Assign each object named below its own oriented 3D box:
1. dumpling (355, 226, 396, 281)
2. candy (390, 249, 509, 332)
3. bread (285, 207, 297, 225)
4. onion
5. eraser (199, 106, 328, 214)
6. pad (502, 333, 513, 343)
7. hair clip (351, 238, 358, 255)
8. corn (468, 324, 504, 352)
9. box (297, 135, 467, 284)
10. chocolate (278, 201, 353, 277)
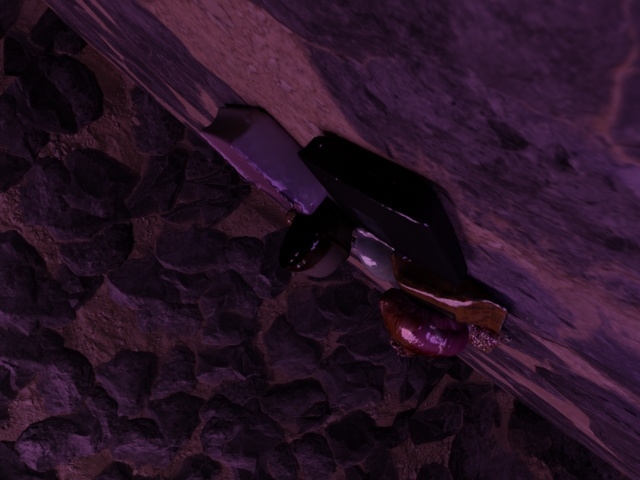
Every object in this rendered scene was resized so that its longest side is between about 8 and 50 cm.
[{"bbox_3d":[0.183,0.035,1.060,0.216,0.149,0.104,48,-148,-26],"label":"dumpling"},{"bbox_3d":[0.282,0.112,0.892,0.271,0.101,0.143,29,163,36],"label":"candy"},{"bbox_3d":[-0.058,-0.074,1.887,0.230,0.123,0.230,39,171,7],"label":"bread"},{"bbox_3d":[0.243,0.216,0.991,0.230,0.163,0.230,20,-175,-2],"label":"onion"},{"bbox_3d":[-0.154,-0.220,1.063,0.272,0.122,0.359,44,174,-30],"label":"eraser"},{"bbox_3d":[0.451,0.224,1.222,0.265,0.009,0.159,38,177,24],"label":"pad"},{"bbox_3d":[0.151,0.026,1.629,0.116,0.049,0.172,55,179,-21],"label":"hair clip"},{"bbox_3d":[0.371,0.197,1.090,0.253,0.086,0.086,40,177,16],"label":"corn"},{"bbox_3d":[0.117,-0.050,0.718,0.290,0.073,0.289,37,176,39],"label":"box"},{"bbox_3d":[0.000,0.000,1.354,0.186,0.283,0.283,24,-179,-17],"label":"chocolate"}]
